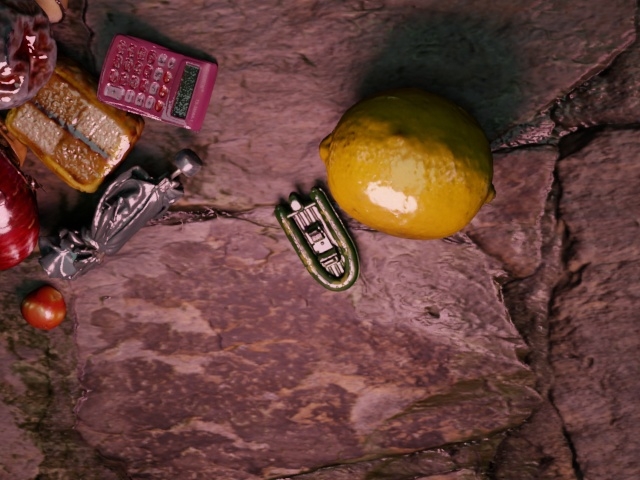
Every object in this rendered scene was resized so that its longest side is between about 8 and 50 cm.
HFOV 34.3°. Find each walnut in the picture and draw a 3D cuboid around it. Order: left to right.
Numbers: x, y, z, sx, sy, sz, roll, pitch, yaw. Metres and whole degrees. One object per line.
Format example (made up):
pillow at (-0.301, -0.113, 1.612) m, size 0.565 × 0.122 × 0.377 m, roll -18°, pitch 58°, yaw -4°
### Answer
walnut at (-0.566, -0.187, 1.849) m, size 0.121 × 0.052 × 0.091 m, roll 45°, pitch 146°, yaw -11°

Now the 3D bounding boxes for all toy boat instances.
toy boat at (0.000, 0.000, 1.878) m, size 0.104 × 0.052 × 0.210 m, roll -26°, pitch 107°, yaw 12°

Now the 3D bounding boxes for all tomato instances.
tomato at (-0.522, 0.126, 1.960) m, size 0.087 × 0.087 × 0.075 m, roll 30°, pitch 109°, yaw -7°

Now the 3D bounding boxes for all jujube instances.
jujube at (-0.581, -0.330, 1.684) m, size 0.317 × 0.226 × 0.226 m, roll 16°, pitch 115°, yaw 27°

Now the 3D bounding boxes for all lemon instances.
lemon at (0.145, -0.127, 1.710) m, size 0.284 × 0.260 × 0.260 m, roll 28°, pitch 114°, yaw 20°

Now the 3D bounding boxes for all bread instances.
bread at (-0.434, -0.203, 1.814) m, size 0.222 × 0.096 × 0.181 m, roll 40°, pitch 107°, yaw -11°

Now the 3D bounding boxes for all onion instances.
onion at (-0.633, -0.073, 1.788) m, size 0.314 × 0.232 × 0.314 m, roll 34°, pitch 147°, yaw 26°

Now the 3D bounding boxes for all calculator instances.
calculator at (-0.280, -0.271, 1.778) m, size 0.191 × 0.034 × 0.126 m, roll 16°, pitch 95°, yaw -16°

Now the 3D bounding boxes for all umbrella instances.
umbrella at (-0.354, -0.053, 1.853) m, size 0.349 × 0.143 × 0.094 m, roll -39°, pitch 79°, yaw 17°

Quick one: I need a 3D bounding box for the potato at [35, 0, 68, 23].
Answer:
potato at (-0.485, -0.464, 1.702) m, size 0.202 × 0.182 × 0.117 m, roll 29°, pitch 69°, yaw -14°
